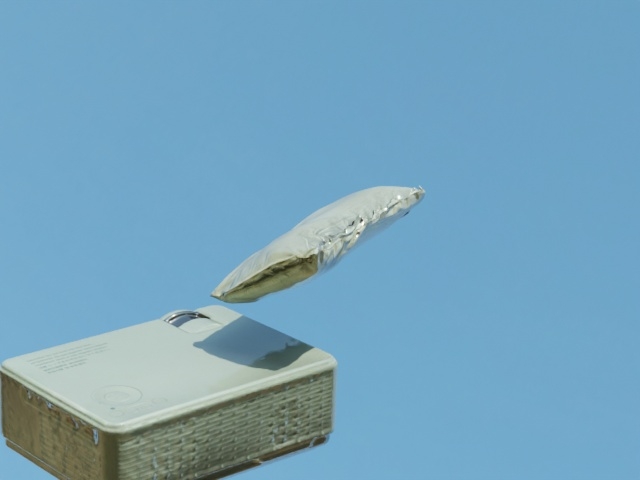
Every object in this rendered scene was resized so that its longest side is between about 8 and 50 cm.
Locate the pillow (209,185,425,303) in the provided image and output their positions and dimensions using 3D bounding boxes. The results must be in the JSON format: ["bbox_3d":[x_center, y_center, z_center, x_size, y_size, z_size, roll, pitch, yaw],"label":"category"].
[{"bbox_3d":[0.000,0.000,1.544,0.128,0.229,0.051,-19,-82,35],"label":"pillow"}]

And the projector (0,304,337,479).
[{"bbox_3d":[-0.137,0.149,1.486,0.192,0.257,0.099,22,-63,44],"label":"projector"}]
